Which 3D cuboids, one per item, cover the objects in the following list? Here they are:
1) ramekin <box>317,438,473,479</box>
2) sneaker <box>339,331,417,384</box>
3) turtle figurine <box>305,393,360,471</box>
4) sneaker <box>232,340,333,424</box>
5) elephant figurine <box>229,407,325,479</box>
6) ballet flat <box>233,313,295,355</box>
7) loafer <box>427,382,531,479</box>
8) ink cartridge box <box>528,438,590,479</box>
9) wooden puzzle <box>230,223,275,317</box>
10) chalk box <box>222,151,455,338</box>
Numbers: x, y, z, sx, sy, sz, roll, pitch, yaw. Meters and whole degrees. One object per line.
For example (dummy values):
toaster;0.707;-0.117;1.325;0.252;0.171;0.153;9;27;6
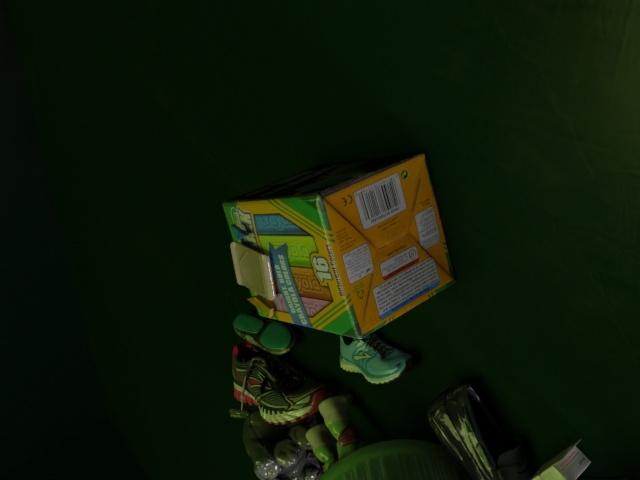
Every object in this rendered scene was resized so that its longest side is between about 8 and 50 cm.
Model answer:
ramekin;0.118;0.441;0.769;0.148;0.304;0.303;-90;-21;-82
sneaker;0.078;0.172;0.889;0.162;0.063;0.073;1;108;53
turtle figurine;0.097;0.403;0.979;0.266;0.275;0.197;61;176;42
sneaker;-0.095;0.278;1.139;0.299;0.121;0.111;1;104;51
elephant figurine;-0.063;0.457;1.195;0.186;0.170;0.239;-109;1;-49
ballet flat;-0.101;0.193;1.156;0.188;0.070;0.070;18;125;49
loafer;0.231;0.287;0.743;0.078;0.076;0.223;-45;76;32
ink cartridge box;0.286;0.274;0.685;0.028;0.048;0.083;47;143;24
wooden puzzle;-0.087;0.039;0.749;0.079;0.014;0.116;25;130;38
chalk box;0.000;0.000;0.780;0.289;0.180;0.179;1;112;54
